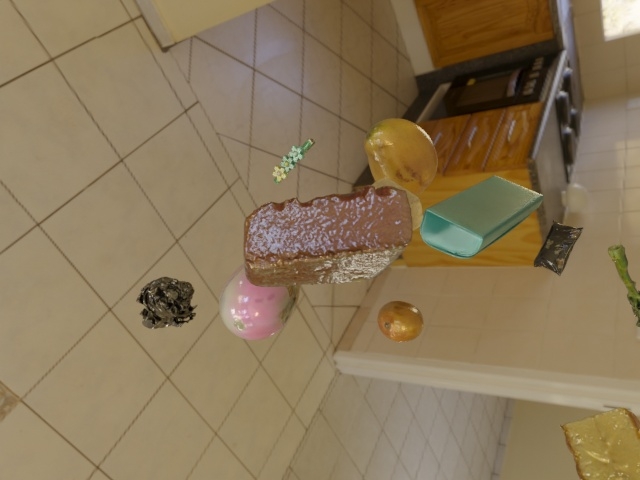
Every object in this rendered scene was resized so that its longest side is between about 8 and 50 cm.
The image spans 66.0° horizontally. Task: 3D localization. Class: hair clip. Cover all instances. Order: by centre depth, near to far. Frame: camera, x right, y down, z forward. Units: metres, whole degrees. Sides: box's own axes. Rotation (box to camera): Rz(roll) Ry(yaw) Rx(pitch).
[{"bbox_3d":[-0.080,-0.214,1.327,0.049,0.173,0.049,32,32,-23],"label":"hair clip"}]

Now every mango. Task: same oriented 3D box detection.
[{"bbox_3d":[0.266,0.263,1.643,0.221,0.152,0.120,-37,140,-78],"label":"mango"},{"bbox_3d":[0.305,-0.322,1.897,0.378,0.264,0.221,41,20,-45],"label":"mango"}]

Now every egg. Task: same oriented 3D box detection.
[{"bbox_3d":[-0.153,0.137,1.290,0.196,0.197,0.271,60,28,-33],"label":"egg"}]

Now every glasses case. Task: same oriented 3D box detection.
[{"bbox_3d":[0.316,-0.048,0.949,0.301,0.117,0.070,-22,134,-45],"label":"glasses case"}]

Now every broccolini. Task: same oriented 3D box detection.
[{"bbox_3d":[0.636,0.089,0.993,0.254,0.058,0.071,50,8,-36],"label":"broccolini"}]

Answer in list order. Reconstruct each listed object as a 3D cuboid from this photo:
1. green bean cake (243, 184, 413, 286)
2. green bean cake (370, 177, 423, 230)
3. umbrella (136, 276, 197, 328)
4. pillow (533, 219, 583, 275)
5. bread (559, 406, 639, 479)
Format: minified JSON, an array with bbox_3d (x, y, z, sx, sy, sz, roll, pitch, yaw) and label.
[{"bbox_3d":[0.000,0.000,0.739,0.198,0.233,0.097,104,-19,-69],"label":"green bean cake"},{"bbox_3d":[0.228,-0.106,1.500,0.085,0.179,0.109,-34,132,-12],"label":"green bean cake"},{"bbox_3d":[-0.453,0.192,1.378,0.154,0.337,0.128,27,58,-27],"label":"umbrella"},{"bbox_3d":[0.671,0.020,1.400,0.048,0.090,0.150,19,97,-52],"label":"pillow"},{"bbox_3d":[0.837,0.646,1.350,0.279,0.207,0.279,47,28,-34],"label":"bread"}]
